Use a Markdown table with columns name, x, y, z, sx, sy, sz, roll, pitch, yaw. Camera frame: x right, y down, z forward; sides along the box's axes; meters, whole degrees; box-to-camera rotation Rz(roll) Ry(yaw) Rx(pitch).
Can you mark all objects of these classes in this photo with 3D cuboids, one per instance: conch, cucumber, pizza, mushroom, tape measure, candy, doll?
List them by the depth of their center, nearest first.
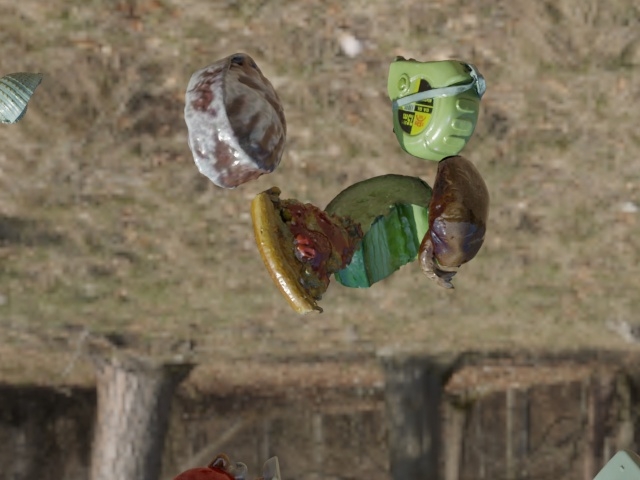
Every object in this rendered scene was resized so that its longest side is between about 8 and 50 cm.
| name | x | y | z | sx | sy | sz | roll | pitch | yaw |
| --- | --- | --- | --- | --- | --- | --- | --- | --- | --- |
| mushroom | 0.167 | -0.018 | 1.547 | 0.080 | 0.170 | 0.135 | 14 | -153 | 14 |
| conch | -0.413 | -0.197 | 1.691 | 0.057 | 0.085 | 0.076 | 27 | 174 | -23 |
| pizza | 0.000 | 0.000 | 1.766 | 0.199 | 0.188 | 0.062 | -21 | 176 | -46 |
| tape measure | 0.167 | -0.192 | 1.815 | 0.088 | 0.154 | 0.177 | 10 | 180 | -30 |
| cucumber | 0.091 | -0.014 | 1.964 | 0.191 | 0.130 | 0.191 | -15 | -161 | 5 |
| doll | -0.166 | 0.438 | 2.033 | 0.217 | 0.183 | 0.085 | -5 | 153 | -5 |
| candy | -0.155 | -0.228 | 2.365 | 0.157 | 0.214 | 0.289 | -21 | -144 | 22 |

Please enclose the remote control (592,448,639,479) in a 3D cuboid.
| name | x | y | z | sx | sy | sz | roll | pitch | yaw |
| --- | --- | --- | --- | --- | --- | --- | --- | --- | --- |
| remote control | 0.571 | 0.493 | 2.192 | 0.056 | 0.140 | 0.296 | 30 | -167 | -28 |
